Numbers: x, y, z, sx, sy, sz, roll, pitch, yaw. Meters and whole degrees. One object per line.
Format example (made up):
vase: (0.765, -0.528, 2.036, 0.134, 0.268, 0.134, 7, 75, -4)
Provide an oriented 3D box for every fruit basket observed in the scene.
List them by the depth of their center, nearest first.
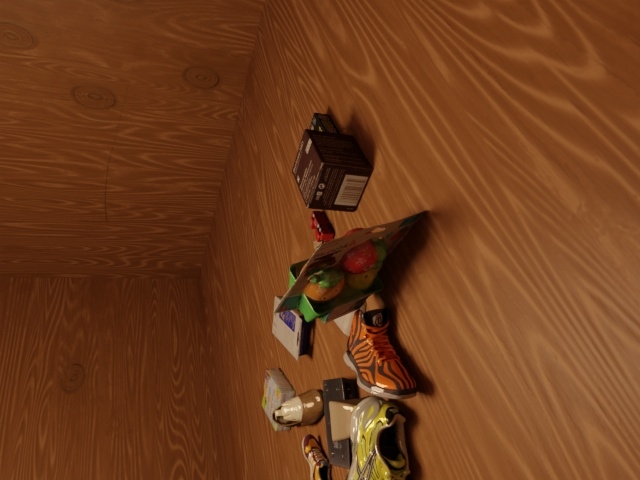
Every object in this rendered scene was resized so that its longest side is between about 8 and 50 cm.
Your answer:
fruit basket: (0.073, 0.071, 1.254, 0.165, 0.327, 0.353, 62, 144, 16)

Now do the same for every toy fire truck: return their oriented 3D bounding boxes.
toy fire truck: (0.000, 0.000, 1.747, 0.192, 0.047, 0.135, -115, 34, -48)

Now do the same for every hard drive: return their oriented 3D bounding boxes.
hard drive: (0.064, 0.552, 1.527, 0.172, 0.054, 0.254, 140, 129, -62)

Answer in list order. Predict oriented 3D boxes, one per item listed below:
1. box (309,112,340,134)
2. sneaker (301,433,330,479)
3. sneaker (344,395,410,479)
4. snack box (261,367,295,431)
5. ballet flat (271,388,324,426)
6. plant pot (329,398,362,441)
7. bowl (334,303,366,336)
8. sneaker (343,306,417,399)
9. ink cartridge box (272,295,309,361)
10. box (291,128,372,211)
box: (-0.005, -0.281, 1.770, 0.216, 0.060, 0.270, -112, 33, -44)
sneaker: (-0.005, 0.737, 1.675, 0.084, 0.070, 0.185, -50, 49, 42)
sneaker: (0.145, 0.590, 1.234, 0.147, 0.145, 0.384, 158, 111, -65)
snack box: (-0.177, 0.653, 2.068, 0.207, 0.070, 0.174, -151, 66, -62)
ballet flat: (-0.098, 0.619, 1.816, 0.342, 0.124, 0.116, 134, 133, -57)
plant pot: (0.099, 0.502, 1.404, 0.096, 0.109, 0.109, -28, 62, 52)
bowl: (0.079, 0.213, 1.537, 0.142, 0.053, 0.142, -131, 49, -57)
sneaker: (0.145, 0.272, 1.286, 0.321, 0.125, 0.180, -156, 70, -65)
ink cartridge box: (-0.109, 0.336, 1.948, 0.333, 0.065, 0.165, -154, 69, -66)
box: (0.029, -0.215, 1.547, 0.203, 0.167, 0.168, -113, 34, -45)
